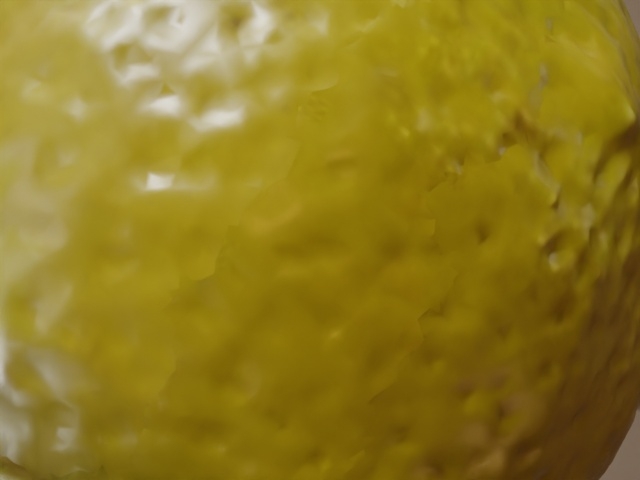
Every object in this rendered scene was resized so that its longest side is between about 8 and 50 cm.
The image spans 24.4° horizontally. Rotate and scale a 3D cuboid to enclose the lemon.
[{"bbox_3d":[-0.023,-0.013,0.602,0.350,0.350,0.387,40,74,-34],"label":"lemon"}]
